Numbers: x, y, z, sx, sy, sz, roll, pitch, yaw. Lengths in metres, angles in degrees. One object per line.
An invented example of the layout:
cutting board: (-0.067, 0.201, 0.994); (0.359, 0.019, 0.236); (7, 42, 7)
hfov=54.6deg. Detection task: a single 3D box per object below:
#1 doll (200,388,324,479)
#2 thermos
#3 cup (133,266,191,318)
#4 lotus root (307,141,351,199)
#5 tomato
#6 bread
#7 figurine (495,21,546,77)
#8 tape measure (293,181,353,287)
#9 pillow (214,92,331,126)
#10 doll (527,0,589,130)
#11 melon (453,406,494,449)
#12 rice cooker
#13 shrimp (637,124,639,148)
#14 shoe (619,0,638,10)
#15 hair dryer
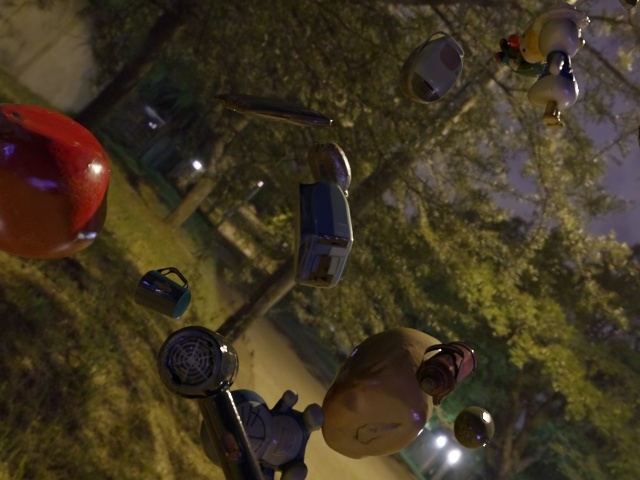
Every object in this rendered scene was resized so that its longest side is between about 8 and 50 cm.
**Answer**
doll: (-0.142, 0.440, 1.414); (0.258, 0.228, 0.154); (21, -8, -26)
thermos: (0.288, 0.312, 1.450); (0.099, 0.124, 0.232); (5, 8, 30)
cup: (-0.527, 0.175, 2.136); (0.155, 0.176, 0.131); (26, -34, 13)
lotus root: (0.032, -0.193, 1.774); (0.113, 0.088, 0.192); (-3, -61, 37)
tomato: (-0.589, -0.121, 1.282); (0.290, 0.293, 0.325); (7, 17, -19)
bread: (0.172, 0.413, 1.725); (0.253, 0.348, 0.376); (49, 36, -2)
figurine: (0.577, -0.541, 1.703); (0.185, 0.127, 0.234); (28, 5, 17)
tape measure: (0.001, -0.002, 1.665); (0.259, 0.138, 0.262); (-92, -174, -50)
pillow: (-0.112, -0.298, 1.415); (0.208, 0.052, 0.212); (1, 19, -33)
doll: (0.516, -0.388, 1.346); (0.119, 0.293, 0.138); (1, -13, 27)
melon: (0.393, 0.475, 1.580); (0.099, 0.099, 0.162); (42, 17, 20)
rice cooker: (0.310, -0.480, 1.742); (0.145, 0.206, 0.127); (39, -12, -26)
shrimp: (0.634, -0.091, 1.107); (0.222, 0.054, 0.290); (36, 37, -45)
shoe: (0.682, -0.575, 1.304); (0.071, 0.169, 0.099); (11, -3, -43)
hair dryer: (-0.131, 0.297, 0.913); (0.189, 0.107, 0.352); (100, -34, -76)
